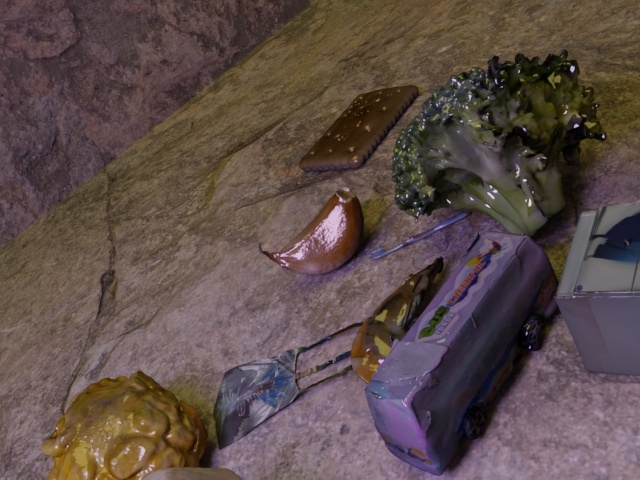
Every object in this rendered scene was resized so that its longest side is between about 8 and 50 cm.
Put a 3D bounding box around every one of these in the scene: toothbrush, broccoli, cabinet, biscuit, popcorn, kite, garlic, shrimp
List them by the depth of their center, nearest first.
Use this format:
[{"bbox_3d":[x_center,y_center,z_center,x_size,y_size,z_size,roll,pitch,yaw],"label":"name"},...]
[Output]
[{"bbox_3d":[0.396,0.051,0.693,0.206,0.150,0.145,-5,40,41],"label":"cabinet"},{"bbox_3d":[0.146,0.114,0.921,0.145,0.059,0.254,20,54,45],"label":"shrimp"},{"bbox_3d":[-0.297,0.318,0.939,0.250,0.190,0.250,-16,26,8],"label":"popcorn"},{"bbox_3d":[0.270,-0.152,0.995,0.334,0.272,0.324,-47,10,49],"label":"broccoli"},{"bbox_3d":[-0.048,0.212,1.017,0.309,0.015,0.169,-29,29,8],"label":"kite"},{"bbox_3d":[0.178,-0.010,1.122,0.193,0.019,0.013,-24,30,12],"label":"toothbrush"},{"bbox_3d":[0.004,0.005,1.180,0.206,0.128,0.115,-38,73,-1],"label":"garlic"},{"bbox_3d":[0.097,-0.291,1.587,0.217,0.044,0.325,2,45,47],"label":"biscuit"}]

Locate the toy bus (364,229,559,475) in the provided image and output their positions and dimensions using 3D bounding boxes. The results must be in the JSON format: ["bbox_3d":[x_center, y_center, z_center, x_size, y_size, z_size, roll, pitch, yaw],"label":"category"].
[{"bbox_3d":[0.184,0.130,0.792,0.112,0.138,0.317,6,46,50],"label":"toy bus"}]

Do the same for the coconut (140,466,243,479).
[{"bbox_3d":[-0.137,0.379,0.664,0.259,0.259,0.259,-24,31,15],"label":"coconut"}]
